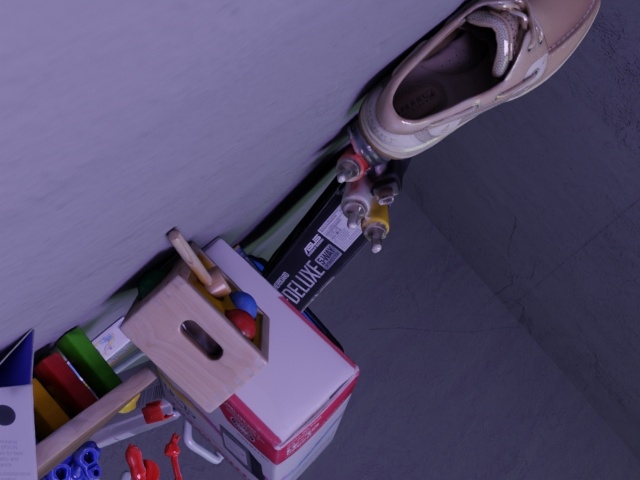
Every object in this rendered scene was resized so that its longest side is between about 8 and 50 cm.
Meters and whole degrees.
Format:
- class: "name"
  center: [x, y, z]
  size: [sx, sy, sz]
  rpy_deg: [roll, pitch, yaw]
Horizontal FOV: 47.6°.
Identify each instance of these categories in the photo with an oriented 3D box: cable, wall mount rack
- class: "cable"
  center: [0.060, -0.110, 0.902]
  size: [0.072, 0.139, 0.287]
  rpy_deg: [-17, -154, 15]
- class: "wall mount rack"
  center: [-0.260, 0.237, 1.186]
  size: [0.350, 0.130, 0.304]
  rpy_deg: [-24, -136, 22]

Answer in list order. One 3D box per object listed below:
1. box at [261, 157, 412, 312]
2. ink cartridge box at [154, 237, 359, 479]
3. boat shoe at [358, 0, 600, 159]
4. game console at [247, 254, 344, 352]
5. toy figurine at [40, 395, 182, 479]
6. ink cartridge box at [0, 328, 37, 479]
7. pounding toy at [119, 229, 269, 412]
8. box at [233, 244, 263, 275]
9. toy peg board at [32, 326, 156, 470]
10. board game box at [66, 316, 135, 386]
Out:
- class: "box"
  center: [0.000, 0.000, 1.072]
  size: [0.307, 0.076, 0.242]
  rpy_deg: [-50, -174, 33]
- class: "ink cartridge box"
  center: [-0.089, 0.173, 0.880]
  size: [0.131, 0.226, 0.306]
  rpy_deg: [-42, 161, -26]
- class: "boat shoe"
  center: [0.172, -0.189, 0.710]
  size: [0.302, 0.109, 0.098]
  rpy_deg: [-35, 179, -11]
- class: "game console"
  center: [-0.041, 0.141, 1.474]
  size: [0.173, 0.293, 0.250]
  rpy_deg: [-41, 179, 29]
- class: "toy figurine"
  center: [-0.360, 0.333, 0.878]
  size: [0.217, 0.191, 0.362]
  rpy_deg: [-23, -179, 40]
- class: "ink cartridge box"
  center: [-0.248, 0.191, 0.464]
  size: [0.045, 0.208, 0.206]
  rpy_deg: [24, 123, -41]
- class: "pounding toy"
  center: [-0.108, 0.057, 0.646]
  size: [0.100, 0.141, 0.130]
  rpy_deg: [-41, -167, 7]
- class: "box"
  center: [-0.162, 0.082, 1.015]
  size: [0.169, 0.059, 0.054]
  rpy_deg: [-40, 178, -30]
- class: "toy peg board"
  center: [-0.247, 0.156, 0.593]
  size: [0.161, 0.079, 0.160]
  rpy_deg: [-42, 177, 26]
- class: "board game box"
  center: [-0.271, 0.149, 0.810]
  size: [0.154, 0.026, 0.103]
  rpy_deg: [-41, 179, -16]
